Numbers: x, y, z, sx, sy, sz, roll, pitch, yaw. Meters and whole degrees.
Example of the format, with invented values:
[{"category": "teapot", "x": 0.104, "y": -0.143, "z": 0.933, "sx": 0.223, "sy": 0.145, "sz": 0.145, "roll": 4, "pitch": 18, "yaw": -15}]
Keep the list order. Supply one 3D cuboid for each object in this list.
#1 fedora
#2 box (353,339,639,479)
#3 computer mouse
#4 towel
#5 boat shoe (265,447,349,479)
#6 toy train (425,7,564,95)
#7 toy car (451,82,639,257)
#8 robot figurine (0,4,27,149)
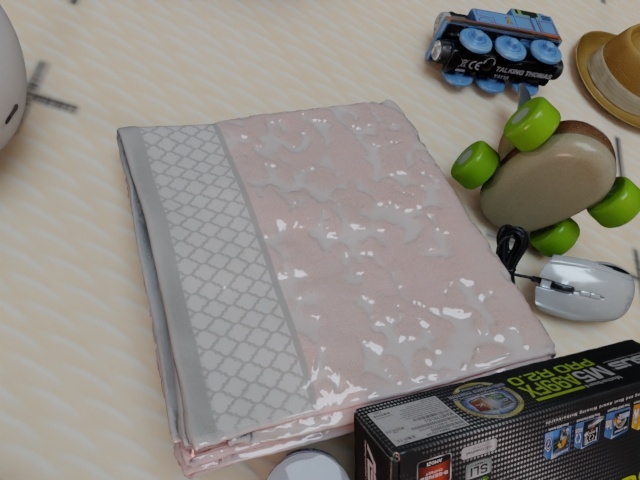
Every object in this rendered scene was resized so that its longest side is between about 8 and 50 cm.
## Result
[{"category": "fedora", "x": 0.463, "y": -0.247, "z": 0.778, "sx": 0.194, "sy": 0.079, "sz": 0.194, "roll": 7, "pitch": 65, "yaw": -15}, {"category": "box", "x": 0.160, "y": 0.209, "z": 0.423, "sx": 0.270, "sy": 0.060, "sz": 0.216, "roll": -7, "pitch": 104, "yaw": -20}, {"category": "computer mouse", "x": 0.266, "y": 0.049, "z": 0.582, "sx": 0.193, "sy": 0.042, "sz": 0.106, "roll": 9, "pitch": 99, "yaw": -15}, {"category": "towel", "x": 0.000, "y": 0.000, "z": 0.492, "sx": 0.317, "sy": 0.053, "sz": 0.332, "roll": -10, "pitch": 56, "yaw": -20}, {"category": "boat shoe", "x": -0.013, "y": 0.283, "z": 0.383, "sx": 0.095, "sy": 0.084, "sz": 0.258, "roll": 9, "pitch": 71, "yaw": 1}, {"category": "toy train", "x": 0.225, "y": -0.249, "z": 0.709, "sx": 0.184, "sy": 0.080, "sz": 0.105, "roll": 3, "pitch": 56, "yaw": -14}, {"category": "toy car", "x": 0.260, "y": -0.107, "z": 0.626, "sx": 0.155, "sy": 0.149, "sz": 0.188, "roll": 38, "pitch": 48, "yaw": -12}, {"category": "robot figurine", "x": -0.379, "y": -0.131, "z": 0.413, "sx": 0.278, "sy": 0.209, "sz": 0.173, "roll": -7, "pitch": 27, "yaw": -19}]
